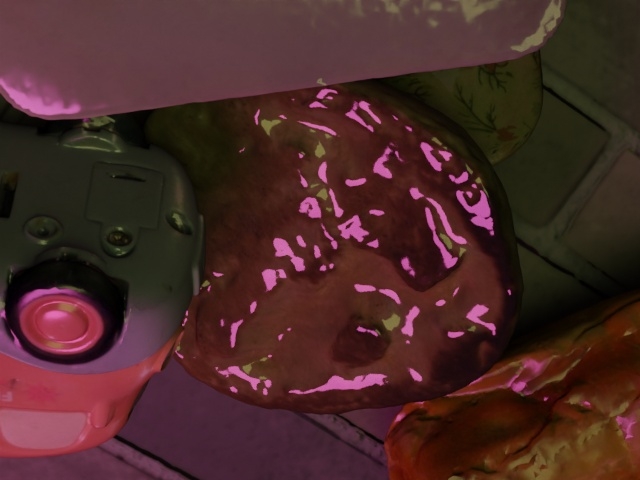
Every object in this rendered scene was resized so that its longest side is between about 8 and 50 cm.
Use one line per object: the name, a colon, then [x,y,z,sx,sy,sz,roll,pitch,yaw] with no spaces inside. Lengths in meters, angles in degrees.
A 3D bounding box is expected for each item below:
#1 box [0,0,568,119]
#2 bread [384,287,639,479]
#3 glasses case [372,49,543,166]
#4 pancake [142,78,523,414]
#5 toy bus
box: [-0.046,-0.268,1.177,0.367,0.090,0.373,-7,111,1]
bread: [0.217,0.130,1.417,0.344,0.149,0.195,-22,133,1]
glasses case: [0.055,-0.242,1.290,0.156,0.098,0.425,-8,111,2]
pancake: [0.000,0.000,1.337,0.294,0.049,0.294,11,121,18]
toy bus: [-0.223,0.041,1.291,0.287,0.194,0.232,6,129,-4]
